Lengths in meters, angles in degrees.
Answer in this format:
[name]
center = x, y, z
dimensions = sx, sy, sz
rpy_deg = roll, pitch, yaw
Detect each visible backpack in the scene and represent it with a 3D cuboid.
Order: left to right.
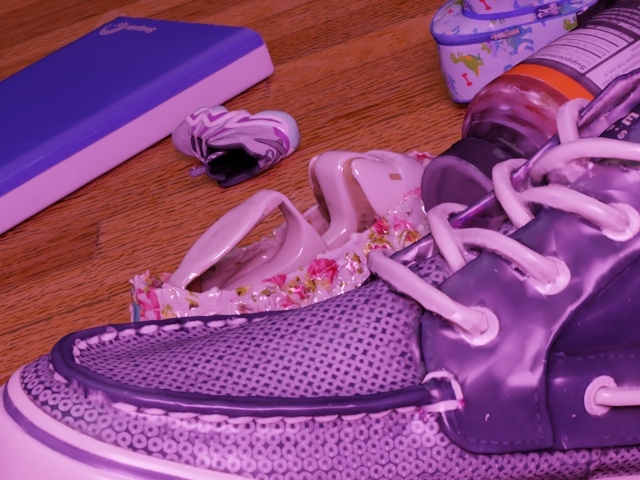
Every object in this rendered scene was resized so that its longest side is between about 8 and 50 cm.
[backpack]
center = 0.125, -0.138, 1.187
dimensions = 0.114, 0.084, 0.105
rpy_deg = -14, 21, 21

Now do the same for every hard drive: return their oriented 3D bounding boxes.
[hard drive]
center = -0.216, -0.071, 1.375
dimensions = 0.319, 0.040, 0.210
rpy_deg = -33, 26, -27

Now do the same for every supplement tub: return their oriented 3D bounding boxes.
[supplement tub]
center = 0.144, -0.056, 0.962
dimensions = 0.198, 0.106, 0.106
rpy_deg = -33, 26, -26

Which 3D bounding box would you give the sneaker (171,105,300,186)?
[sneaker]
center = -0.068, -0.057, 1.224
dimensions = 0.098, 0.038, 0.069
rpy_deg = -3, 28, 36

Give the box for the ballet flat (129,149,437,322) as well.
[ballet flat]
center = 0.000, 0.000, 0.993
dimensions = 0.241, 0.077, 0.091
rpy_deg = -34, 26, -31

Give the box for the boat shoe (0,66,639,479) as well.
[boat shoe]
center = 0.063, 0.015, 0.634
dimensions = 0.340, 0.158, 0.127
rpy_deg = 1, 20, -24
